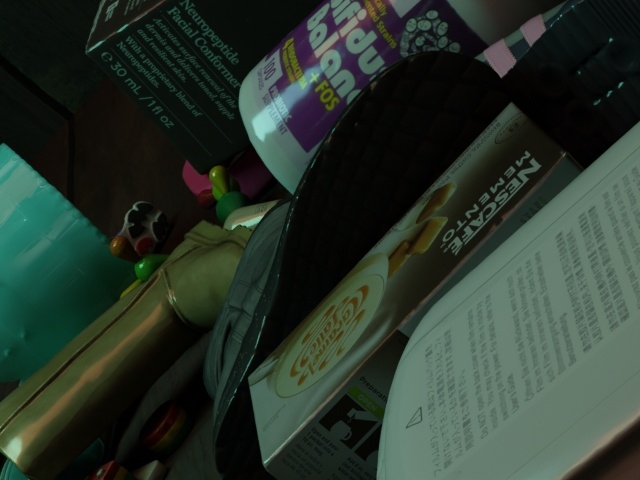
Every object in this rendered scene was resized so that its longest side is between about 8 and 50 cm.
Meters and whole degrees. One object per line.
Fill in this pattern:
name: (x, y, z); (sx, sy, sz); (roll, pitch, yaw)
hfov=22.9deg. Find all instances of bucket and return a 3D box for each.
bucket: (-0.310, 0.041, 1.664); (0.183, 0.281, 0.281); (-47, 17, -6)

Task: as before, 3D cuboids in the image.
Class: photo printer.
photo printer: (0.149, 0.057, 0.734); (0.307, 0.107, 0.256); (-43, 18, 19)

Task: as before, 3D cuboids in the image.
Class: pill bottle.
pill bottle: (0.090, -0.158, 1.244); (0.301, 0.169, 0.169); (-42, 18, 25)

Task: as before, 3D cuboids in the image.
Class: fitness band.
fitness band: (-0.071, -0.128, 1.781); (0.209, 0.054, 0.291); (-49, 16, 1)

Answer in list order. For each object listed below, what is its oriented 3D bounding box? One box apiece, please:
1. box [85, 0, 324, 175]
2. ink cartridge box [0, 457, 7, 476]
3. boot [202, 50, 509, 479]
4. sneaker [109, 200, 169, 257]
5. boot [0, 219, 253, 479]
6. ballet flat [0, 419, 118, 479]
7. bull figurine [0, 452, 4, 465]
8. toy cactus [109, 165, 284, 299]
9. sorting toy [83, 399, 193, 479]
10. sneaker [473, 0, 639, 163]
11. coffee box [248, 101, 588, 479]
box: (-0.025, -0.244, 1.569); (0.381, 0.191, 0.143); (-30, 29, 23)
ink cartridge box: (-0.471, 0.195, 1.603); (0.117, 0.283, 0.207); (25, 61, 41)
boot: (0.000, 0.000, 1.119); (0.338, 0.118, 0.223); (-59, 15, 11)
sneaker: (-0.233, 0.029, 1.858); (0.071, 0.068, 0.170); (-53, 0, 45)
boot: (-0.150, 0.105, 1.328); (0.269, 0.089, 0.236); (-42, 16, -13)
ballet flat: (-0.234, 0.189, 1.481); (0.247, 0.083, 0.087); (-67, 1, -47)
bull figurine: (-0.344, 0.252, 1.475); (0.310, 0.101, 0.188); (-161, 84, -78)
toy cactus: (-0.103, -0.005, 1.539); (0.180, 0.112, 0.219); (-23, 20, 36)
sorting toy: (-0.208, 0.249, 1.308); (0.132, 0.046, 0.274); (-30, 26, 48)
sneaker: (0.158, -0.098, 1.103); (0.131, 0.112, 0.319); (-38, 7, -40)
coffee box: (0.077, 0.049, 0.946); (0.246, 0.098, 0.141); (-46, 17, 9)
